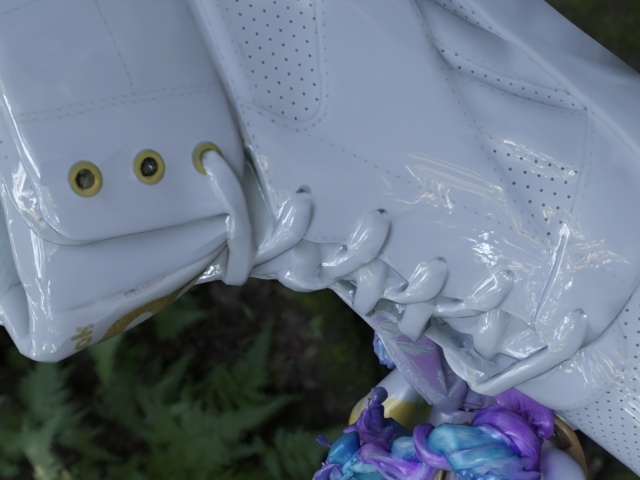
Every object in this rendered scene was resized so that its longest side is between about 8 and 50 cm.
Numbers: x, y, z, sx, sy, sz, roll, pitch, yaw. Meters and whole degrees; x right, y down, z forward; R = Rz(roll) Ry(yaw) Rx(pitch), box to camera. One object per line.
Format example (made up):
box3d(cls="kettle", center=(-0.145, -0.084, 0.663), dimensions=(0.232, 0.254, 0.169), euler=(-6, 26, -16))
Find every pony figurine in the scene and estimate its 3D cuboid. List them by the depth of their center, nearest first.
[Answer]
box3d(cls="pony figurine", center=(0.109, 0.074, 0.934), dimensions=(0.303, 0.350, 0.363), euler=(13, 160, -3))

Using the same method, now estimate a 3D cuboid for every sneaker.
box3d(cls="sneaker", center=(0.000, 0.000, 0.402), dimensions=(0.292, 0.169, 0.108), euler=(46, 149, 1))
